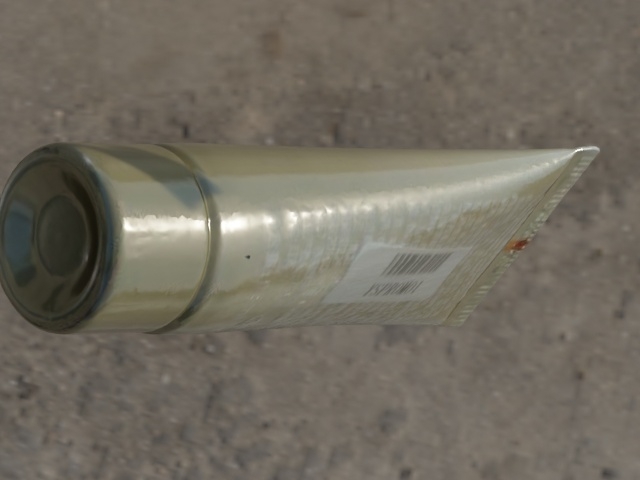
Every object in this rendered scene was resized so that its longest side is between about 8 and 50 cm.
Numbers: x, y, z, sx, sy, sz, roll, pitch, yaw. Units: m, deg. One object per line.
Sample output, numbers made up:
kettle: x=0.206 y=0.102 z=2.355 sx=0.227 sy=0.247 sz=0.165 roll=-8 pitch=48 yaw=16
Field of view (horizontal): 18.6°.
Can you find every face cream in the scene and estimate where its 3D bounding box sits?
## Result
face cream: x=0.000 y=0.000 z=0.944 sx=0.341 sy=0.084 sz=0.137 roll=0 pitch=134 yaw=-48
